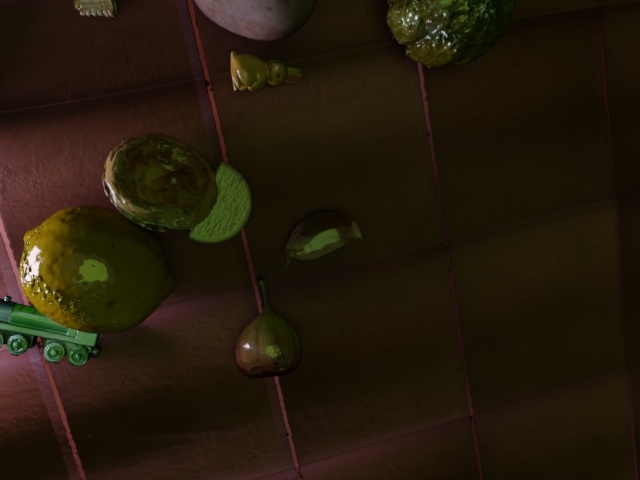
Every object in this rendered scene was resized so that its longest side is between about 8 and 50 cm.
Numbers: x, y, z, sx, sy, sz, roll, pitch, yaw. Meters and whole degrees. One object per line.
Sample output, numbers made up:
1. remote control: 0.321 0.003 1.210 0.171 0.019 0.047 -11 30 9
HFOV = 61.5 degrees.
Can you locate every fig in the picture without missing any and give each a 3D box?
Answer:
1. fig: -0.127 0.213 1.250 0.160 0.143 0.230 -5 104 20

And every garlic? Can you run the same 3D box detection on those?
1. garlic: -0.011 0.000 1.247 0.198 0.128 0.090 -22 119 -11

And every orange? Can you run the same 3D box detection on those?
1. orange: 0.291 -0.540 1.175 0.300 0.223 0.301 -12 101 -16

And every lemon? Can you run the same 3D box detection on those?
1. lemon: -0.448 0.061 1.097 0.310 0.258 0.257 21 95 -22

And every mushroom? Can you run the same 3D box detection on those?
1. mushroom: -0.124 -0.565 1.059 0.298 0.297 0.290 23 73 -15

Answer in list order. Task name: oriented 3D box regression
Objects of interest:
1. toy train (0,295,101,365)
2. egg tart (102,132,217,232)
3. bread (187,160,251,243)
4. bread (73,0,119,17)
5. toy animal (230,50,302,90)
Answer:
1. toy train: -0.607 0.197 1.180 0.251 0.085 0.119 16 90 -16
2. egg tart: -0.340 -0.115 1.145 0.241 0.106 0.241 16 56 -25
3. bread: -0.217 -0.073 1.239 0.112 0.036 0.192 23 91 -20
4. bread: -0.463 -0.487 1.114 0.088 0.033 0.049 -5 115 -7
5. toy animal: -0.117 -0.378 1.194 0.159 0.070 0.083 -7 99 -16
